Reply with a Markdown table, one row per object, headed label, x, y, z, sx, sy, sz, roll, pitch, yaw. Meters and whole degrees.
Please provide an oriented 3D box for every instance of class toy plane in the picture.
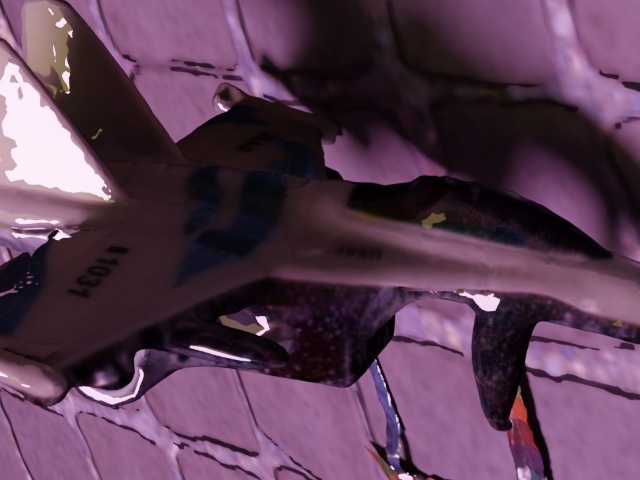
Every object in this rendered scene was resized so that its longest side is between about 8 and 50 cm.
| label | x | y | z | sx | sy | sz | roll | pitch | yaw |
| --- | --- | --- | --- | --- | --- | --- | --- | --- | --- |
| toy plane | -0.002 | 0.010 | 0.535 | 0.262 | 0.192 | 0.088 | 21 | 119 | 15 |

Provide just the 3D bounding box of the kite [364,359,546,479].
| label | x | y | z | sx | sy | sz | roll | pitch | yaw |
| --- | --- | --- | --- | --- | --- | --- | --- | --- | --- |
| kite | 0.072 | 0.105 | 0.632 | 0.183 | 0.010 | 0.160 | 17 | 129 | 51 |
